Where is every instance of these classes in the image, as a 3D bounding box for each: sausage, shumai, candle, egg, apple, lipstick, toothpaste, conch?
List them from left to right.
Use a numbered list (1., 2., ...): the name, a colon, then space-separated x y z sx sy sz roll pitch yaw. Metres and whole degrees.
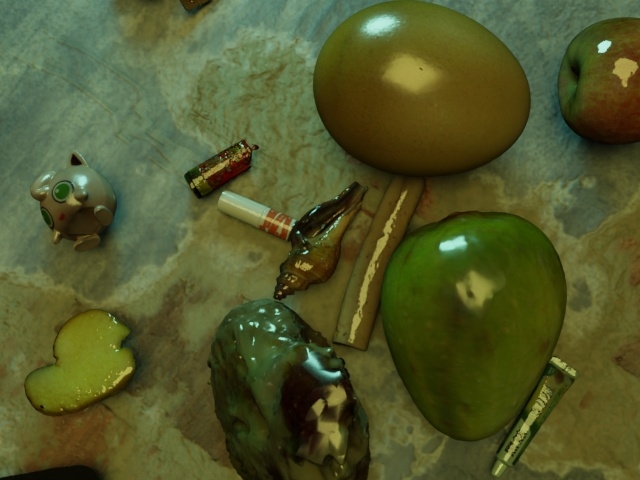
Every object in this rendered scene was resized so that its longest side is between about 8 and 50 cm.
1. candle: -0.157 -0.121 1.103 0.130 0.052 0.052 -31 80 0
2. lipstick: -0.102 -0.041 1.093 0.130 0.038 0.038 24 84 7
3. shumai: -0.051 0.242 0.924 0.217 0.283 0.346 -20 82 -1
4. conch: -0.005 0.001 1.065 0.086 0.080 0.233 29 61 -15
5. sausage: 0.093 0.027 1.057 0.066 0.066 0.301 19 82 7
6. egg: 0.148 -0.220 0.995 0.322 0.250 0.250 12 82 3
7. toothpaste: 0.319 0.270 1.019 0.049 0.031 0.204 35 83 8
8. apple: 0.457 -0.237 1.009 0.174 0.188 0.188 -2 81 -1

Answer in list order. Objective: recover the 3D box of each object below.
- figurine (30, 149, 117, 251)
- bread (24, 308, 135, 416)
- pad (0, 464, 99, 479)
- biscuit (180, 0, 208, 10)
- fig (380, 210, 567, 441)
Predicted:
1. figurine: -0.392 -0.060 1.075 0.125 0.125 0.138 -40 70 -2
2. bread: -0.379 0.197 1.069 0.187 0.065 0.149 -27 70 3
3. pad: -0.464 0.357 1.049 0.250 0.055 0.323 -9 81 3
4. biscuit: -0.213 -0.458 1.149 0.119 0.019 0.130 15 101 -34
5. fig: 0.212 0.121 0.944 0.258 0.258 0.326 1 94 4
